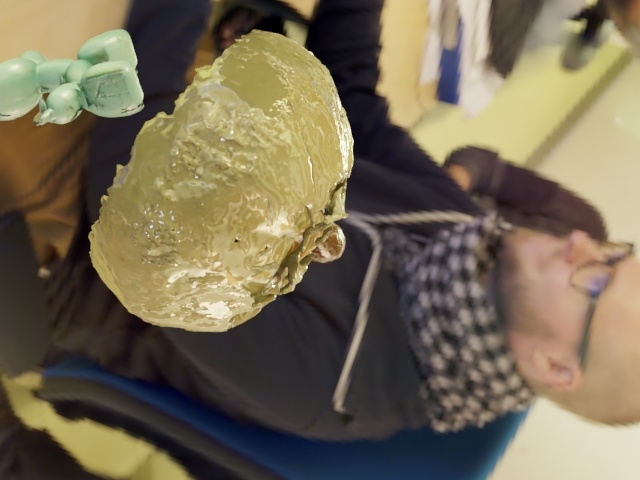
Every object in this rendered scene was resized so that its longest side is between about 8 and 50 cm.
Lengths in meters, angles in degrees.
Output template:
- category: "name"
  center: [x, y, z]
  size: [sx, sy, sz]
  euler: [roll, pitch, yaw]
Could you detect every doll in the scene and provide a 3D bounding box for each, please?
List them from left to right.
- category: "doll"
  center: [-0.258, -0.160, 1.408]
  size: [0.159, 0.159, 0.059]
  euler: [-18, 123, -9]

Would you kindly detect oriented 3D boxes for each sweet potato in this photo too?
- category: "sweet potato"
  center: [0.000, 0.000, 1.543]
  size: [0.117, 0.049, 0.049]
  euler: [34, 75, -80]

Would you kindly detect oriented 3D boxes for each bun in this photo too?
- category: "bun"
  center: [-0.062, -0.032, 1.127]
  size: [0.259, 0.152, 0.259]
  euler: [-49, 174, -7]
